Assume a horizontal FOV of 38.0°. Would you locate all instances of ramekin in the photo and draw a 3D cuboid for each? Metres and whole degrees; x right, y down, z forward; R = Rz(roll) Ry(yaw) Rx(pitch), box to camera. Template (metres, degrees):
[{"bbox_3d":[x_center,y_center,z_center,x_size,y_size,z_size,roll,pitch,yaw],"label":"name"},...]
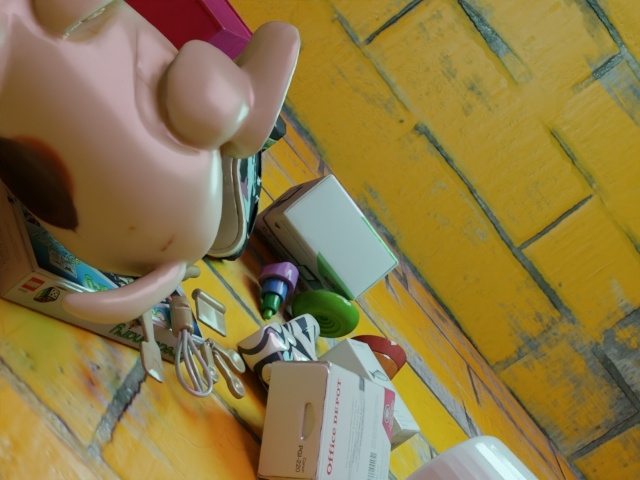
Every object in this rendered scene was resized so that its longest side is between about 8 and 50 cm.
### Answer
[{"bbox_3d":[0.182,0.391,1.258,0.135,0.277,0.277,51,9,30],"label":"ramekin"}]

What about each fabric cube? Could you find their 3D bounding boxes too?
[{"bbox_3d":[-0.299,-0.367,1.626,0.254,0.258,0.259,53,12,5],"label":"fabric cube"}]

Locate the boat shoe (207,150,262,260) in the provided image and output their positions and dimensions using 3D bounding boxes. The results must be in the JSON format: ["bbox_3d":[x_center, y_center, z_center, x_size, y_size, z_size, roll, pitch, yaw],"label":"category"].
[{"bbox_3d":[-0.159,-0.123,1.598,0.113,0.127,0.340,60,22,-69],"label":"boat shoe"}]

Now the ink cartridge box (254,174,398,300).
[{"bbox_3d":[0.000,0.000,1.787,0.211,0.121,0.289,51,-14,-8],"label":"ink cartridge box"}]

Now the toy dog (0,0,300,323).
[{"bbox_3d":[-0.290,-0.141,0.922,0.408,0.285,0.395,28,67,-30],"label":"toy dog"}]

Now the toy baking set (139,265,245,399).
[{"bbox_3d":[-0.156,0.100,1.112,0.196,0.030,0.256,60,14,18],"label":"toy baking set"}]

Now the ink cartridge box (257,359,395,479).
[{"bbox_3d":[0.014,0.259,1.249,0.218,0.092,0.158,37,56,-57],"label":"ink cartridge box"}]

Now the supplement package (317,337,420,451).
[{"bbox_3d":[0.066,0.268,1.549,0.179,0.105,0.105,57,13,23],"label":"supplement package"}]

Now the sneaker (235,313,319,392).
[{"bbox_3d":[-0.032,0.200,1.418,0.153,0.094,0.235,61,8,10],"label":"sneaker"}]

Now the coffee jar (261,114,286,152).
[{"bbox_3d":[-0.156,-0.194,1.842,0.079,0.184,0.096,55,11,7],"label":"coffee jar"}]

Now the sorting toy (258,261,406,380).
[{"bbox_3d":[0.013,0.187,1.675,0.365,0.127,0.126,42,45,-30],"label":"sorting toy"}]

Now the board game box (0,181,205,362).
[{"bbox_3d":[-0.270,0.023,1.099,0.305,0.053,0.193,36,21,-54],"label":"board game box"}]
